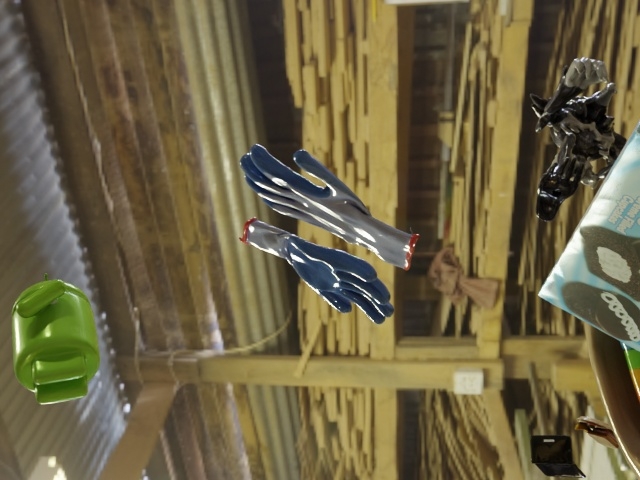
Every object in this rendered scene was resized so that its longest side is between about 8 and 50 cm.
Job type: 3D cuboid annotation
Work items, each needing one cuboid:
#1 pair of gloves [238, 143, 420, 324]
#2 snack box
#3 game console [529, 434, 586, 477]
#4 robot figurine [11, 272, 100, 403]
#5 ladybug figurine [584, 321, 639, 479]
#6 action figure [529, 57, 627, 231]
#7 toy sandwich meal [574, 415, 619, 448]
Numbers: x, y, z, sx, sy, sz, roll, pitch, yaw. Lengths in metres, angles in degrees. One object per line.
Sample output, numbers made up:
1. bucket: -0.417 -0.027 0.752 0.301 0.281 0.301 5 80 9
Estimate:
1. pair of gloves: 0.000 0.000 0.607 0.023 0.159 0.198 -57 -11 -27
2. snack box: 0.320 0.016 0.642 0.060 0.187 0.322 -54 -18 -20
3. game console: 0.621 0.565 1.916 0.071 0.122 0.107 14 -110 -39
4. robot figurine: -0.223 0.081 0.614 0.115 0.067 0.101 -118 27 -44
5. ladybug figurine: 0.522 0.181 1.055 0.305 0.162 0.449 135 123 -77
6. action figure: 0.334 -0.124 0.878 0.141 0.164 0.276 -54 7 43
7. toy sandwich meal: 0.487 0.337 1.284 0.085 0.085 0.029 67 -135 -70
